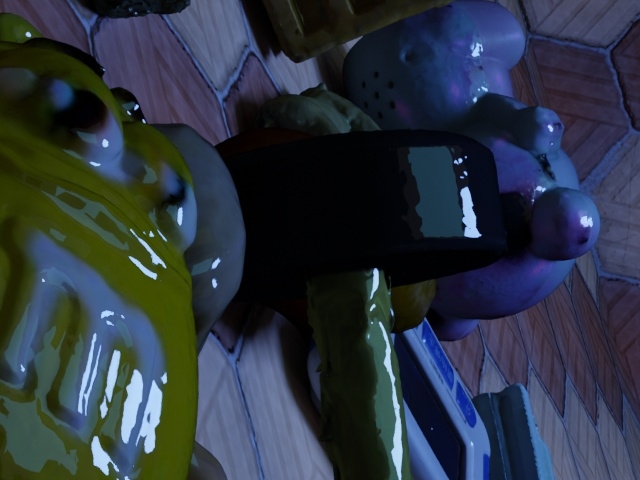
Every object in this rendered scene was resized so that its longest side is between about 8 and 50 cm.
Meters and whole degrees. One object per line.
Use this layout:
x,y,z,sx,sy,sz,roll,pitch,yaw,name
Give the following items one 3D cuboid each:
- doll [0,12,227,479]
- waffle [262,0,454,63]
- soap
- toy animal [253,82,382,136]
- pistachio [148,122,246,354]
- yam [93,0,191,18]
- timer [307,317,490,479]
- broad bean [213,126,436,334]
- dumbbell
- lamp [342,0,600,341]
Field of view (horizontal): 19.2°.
-0.152,0.076,0.737,0.348,0.161,0.423,6,62,-59,doll
0.008,-0.341,1.647,0.098,0.224,0.328,-119,-172,-78,waffle
0.154,0.236,1.691,0.063,0.114,0.198,53,25,-52,soap
-0.003,-0.087,1.587,0.101,0.103,0.218,49,19,5,toy animal
-0.101,0.010,1.026,0.206,0.129,0.131,-89,167,-67,pistachio
-0.136,-0.238,1.286,0.078,0.078,0.179,27,46,-69,yam
0.061,0.140,1.546,0.178,0.078,0.253,-81,148,-54,timer
-0.003,0.002,1.367,0.228,0.156,0.122,44,64,-52,broad bean
0.029,0.108,1.153,0.204,0.204,0.322,17,65,-72,dumbbell
0.121,-0.070,1.809,0.247,0.247,0.301,-4,67,-43,lamp
